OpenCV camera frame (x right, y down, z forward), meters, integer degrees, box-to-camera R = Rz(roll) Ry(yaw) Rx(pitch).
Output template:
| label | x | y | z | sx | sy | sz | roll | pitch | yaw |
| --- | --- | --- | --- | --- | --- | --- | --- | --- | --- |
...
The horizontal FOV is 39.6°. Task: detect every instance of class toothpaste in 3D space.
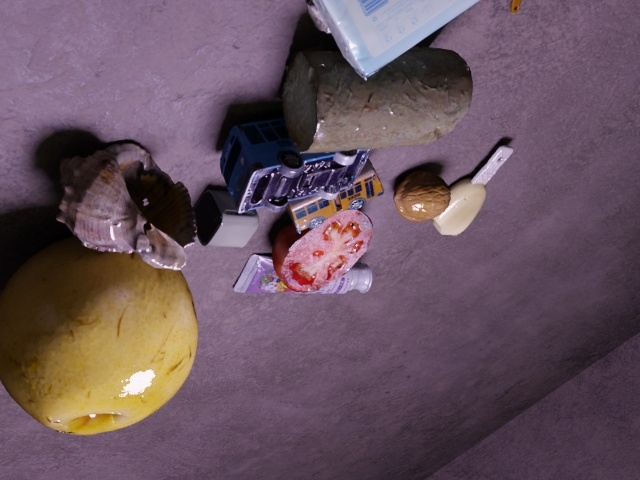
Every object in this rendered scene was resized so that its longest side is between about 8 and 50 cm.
| label | x | y | z | sx | sy | sz | roll | pitch | yaw |
| --- | --- | --- | --- | --- | --- | --- | --- | --- | --- |
| toothpaste | -0.031 | 0.076 | 1.888 | 0.299 | 0.073 | 0.114 | 3 | 137 | -30 |

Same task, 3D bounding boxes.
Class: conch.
| label | x | y | z | sx | sy | sz | roll | pitch | yaw |
| --- | --- | --- | --- | --- | --- | --- | --- | --- | --- |
| conch | -0.292 | -0.051 | 1.363 | 0.178 | 0.245 | 0.163 | -50 | 179 | -17 |

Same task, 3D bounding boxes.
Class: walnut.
| label | x | y | z | sx | sy | sz | roll | pitch | yaw |
| --- | --- | --- | --- | --- | --- | --- | --- | --- | --- |
| walnut | 0.204 | -0.088 | 1.801 | 0.124 | 0.105 | 0.105 | -4 | 141 | -30 |

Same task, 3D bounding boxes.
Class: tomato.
| label | x | y | z | sx | sy | sz | roll | pitch | yaw |
| --- | --- | --- | --- | --- | --- | --- | --- | --- | --- |
| tomato | -0.002 | 0.000 | 1.768 | 0.225 | 0.085 | 0.225 | -24 | 142 | -20 |

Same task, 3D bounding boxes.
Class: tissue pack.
| label | x | y | z | sx | sy | sz | roll | pitch | yaw |
| --- | --- | --- | --- | --- | --- | --- | --- | --- | --- |
| tissue pack | 0.120 | -0.376 | 1.255 | 0.263 | 0.089 | 0.177 | -36 | 128 | -3 |

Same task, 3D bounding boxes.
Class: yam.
| label | x | y | z | sx | sy | sz | roll | pitch | yaw |
| --- | --- | --- | --- | --- | --- | --- | --- | --- | --- |
| yam | 0.086 | -0.229 | 1.430 | 0.304 | 0.168 | 0.168 | -7 | 143 | -32 |

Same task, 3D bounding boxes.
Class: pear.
| label | x | y | z | sx | sy | sz | roll | pitch | yaw |
| --- | --- | --- | --- | --- | --- | --- | --- | --- | --- |
| pear | -0.370 | 0.154 | 1.479 | 0.348 | 0.348 | 0.348 | -21 | 149 | -13 |

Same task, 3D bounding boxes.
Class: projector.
| label | x | y | z | sx | sy | sz | roll | pitch | yaw |
| --- | --- | --- | --- | --- | --- | --- | --- | --- | --- |
| projector | -0.170 | -0.038 | 1.576 | 0.082 | 0.083 | 0.083 | 3 | 137 | -42 |

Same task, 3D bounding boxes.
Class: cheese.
| label | x | y | z | sx | sy | sz | roll | pitch | yaw |
| --- | --- | --- | --- | --- | --- | --- | --- | --- | --- |
| cheese | 0.325 | -0.110 | 1.914 | 0.127 | 0.050 | 0.255 | 2 | 136 | -39 |

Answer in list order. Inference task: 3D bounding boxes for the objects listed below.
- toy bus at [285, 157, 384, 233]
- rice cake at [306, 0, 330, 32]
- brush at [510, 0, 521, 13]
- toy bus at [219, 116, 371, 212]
| label | x | y | z | sx | sy | sz | roll | pitch | yaw |
| --- | --- | --- | --- | --- | --- | --- | --- | --- | --- |
| toy bus | 0.018 | -0.102 | 1.633 | 0.182 | 0.091 | 0.103 | -24 | 150 | -5 |
| rice cake | 0.101 | -0.374 | 1.330 | 0.256 | 0.052 | 0.057 | -22 | 146 | -11 |
| brush | 0.330 | -0.437 | 1.464 | 0.043 | 0.014 | 0.170 | -22 | 150 | -9 |
| toy bus | -0.050 | -0.137 | 1.481 | 0.234 | 0.133 | 0.116 | -14 | 150 | -33 |
